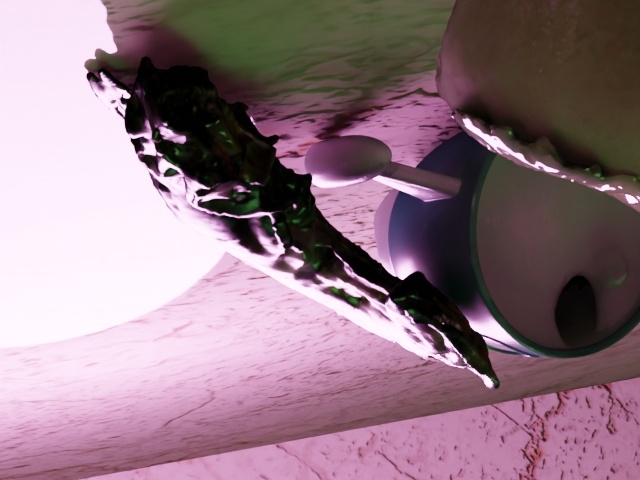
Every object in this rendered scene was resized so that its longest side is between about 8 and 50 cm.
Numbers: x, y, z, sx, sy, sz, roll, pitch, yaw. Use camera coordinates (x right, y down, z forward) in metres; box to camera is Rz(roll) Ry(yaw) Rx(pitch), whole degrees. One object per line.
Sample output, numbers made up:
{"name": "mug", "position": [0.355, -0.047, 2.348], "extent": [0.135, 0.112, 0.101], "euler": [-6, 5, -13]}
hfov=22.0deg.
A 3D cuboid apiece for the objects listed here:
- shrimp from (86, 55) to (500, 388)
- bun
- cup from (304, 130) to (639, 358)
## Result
{"name": "shrimp", "position": [0.000, 0.000, 0.943], "extent": [0.071, 0.233, 0.365], "euler": [-55, 158, -7]}
{"name": "bun", "position": [0.179, -0.081, 0.786], "extent": [0.239, 0.141, 0.239], "euler": [21, -165, -6]}
{"name": "cup", "position": [0.122, -0.003, 1.115], "extent": [0.300, 0.167, 0.173], "euler": [23, 166, -25]}
